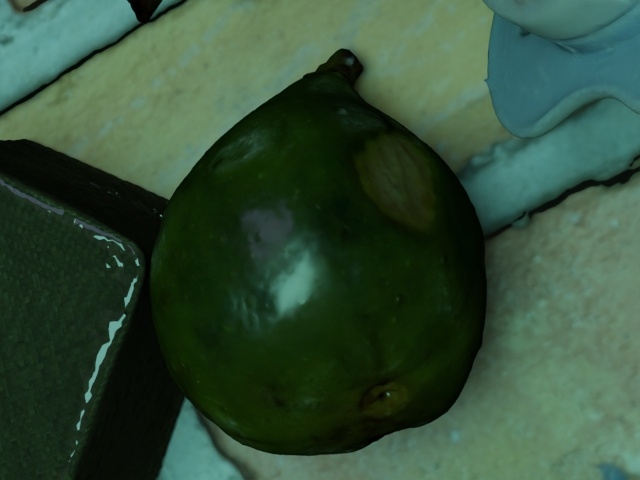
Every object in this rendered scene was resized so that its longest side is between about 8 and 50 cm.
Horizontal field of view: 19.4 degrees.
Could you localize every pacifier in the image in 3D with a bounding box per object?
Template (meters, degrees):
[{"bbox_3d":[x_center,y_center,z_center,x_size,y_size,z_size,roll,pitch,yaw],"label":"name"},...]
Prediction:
[{"bbox_3d":[0.203,-0.148,0.962,0.225,0.287,0.238,25,75,-22],"label":"pacifier"}]

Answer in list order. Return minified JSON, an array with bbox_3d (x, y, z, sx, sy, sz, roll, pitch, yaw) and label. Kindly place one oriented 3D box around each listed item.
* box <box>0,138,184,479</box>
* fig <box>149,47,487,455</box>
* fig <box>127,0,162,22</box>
[{"bbox_3d":[-0.194,0.089,1.148,0.184,0.143,0.273,24,101,18],"label":"box"},{"bbox_3d":[0.000,0.000,1.060,0.195,0.195,0.245,-26,46,21],"label":"fig"},{"bbox_3d":[-0.009,-0.233,0.967,0.217,0.217,0.321,17,64,20],"label":"fig"}]
